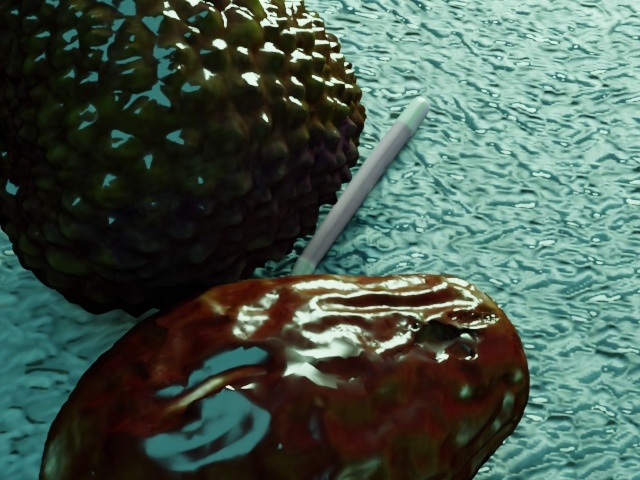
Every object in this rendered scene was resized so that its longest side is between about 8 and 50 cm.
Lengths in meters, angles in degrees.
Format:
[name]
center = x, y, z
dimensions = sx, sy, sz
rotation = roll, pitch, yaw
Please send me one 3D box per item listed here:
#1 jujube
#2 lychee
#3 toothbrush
[jujube]
center = -0.015, 0.109, 0.647
dimensions = 0.290, 0.197, 0.197
rotation = -19, 62, -26
[lychee]
center = -0.092, -0.080, 0.731
dimensions = 0.271, 0.271, 0.271
rotation = 0, 62, 1
[toothbrush]
center = 0.000, 0.000, 0.800
dimensions = 0.025, 0.020, 0.286
rotation = 26, 65, 21
